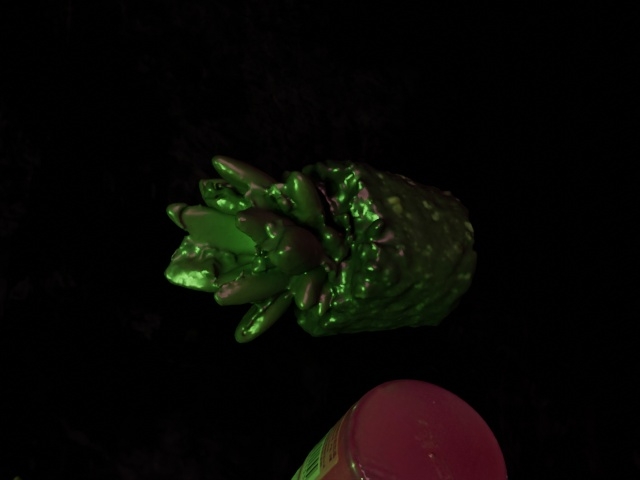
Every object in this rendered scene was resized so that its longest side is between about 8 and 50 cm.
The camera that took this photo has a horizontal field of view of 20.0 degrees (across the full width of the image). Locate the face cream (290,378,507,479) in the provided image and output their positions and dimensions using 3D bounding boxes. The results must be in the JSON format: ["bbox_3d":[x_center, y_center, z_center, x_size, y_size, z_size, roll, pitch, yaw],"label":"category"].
[{"bbox_3d":[0.065,0.256,1.789,0.175,0.195,0.175,15,51,-19],"label":"face cream"}]

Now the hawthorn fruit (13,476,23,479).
[{"bbox_3d":[-0.289,0.309,1.541,0.215,0.215,0.249,27,45,-10],"label":"hawthorn fruit"}]

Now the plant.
[{"bbox_3d":[0.000,0.000,1.965,0.321,0.181,0.194,6,53,-32],"label":"plant"}]
